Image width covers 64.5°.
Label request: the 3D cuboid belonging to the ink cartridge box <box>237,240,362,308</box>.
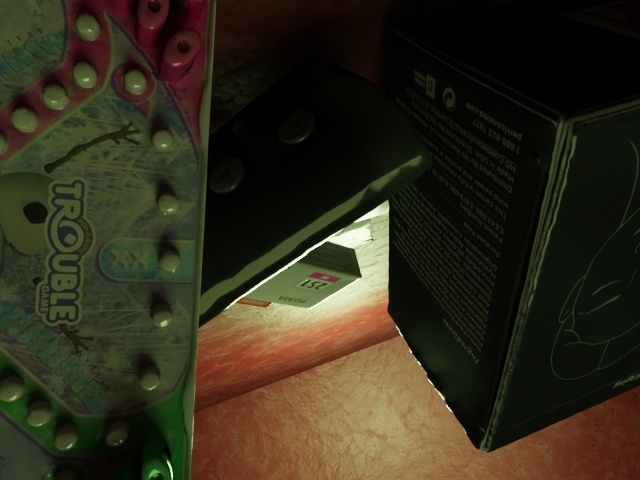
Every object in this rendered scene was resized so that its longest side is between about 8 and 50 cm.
[{"bbox_3d":[-0.116,0.060,0.764,0.275,0.060,0.239,16,139,-40],"label":"ink cartridge box"}]

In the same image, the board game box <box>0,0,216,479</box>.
[{"bbox_3d":[-0.261,0.005,0.274,0.390,0.390,0.050,3,-179,-19],"label":"board game box"}]

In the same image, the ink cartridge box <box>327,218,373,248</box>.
[{"bbox_3d":[0.000,0.000,1.006,0.207,0.046,0.097,-20,157,-1],"label":"ink cartridge box"}]

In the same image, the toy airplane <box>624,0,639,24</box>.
[{"bbox_3d":[0.258,-0.287,0.264,0.384,0.272,0.386,12,157,-26],"label":"toy airplane"}]

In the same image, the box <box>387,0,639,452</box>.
[{"bbox_3d":[0.358,-0.046,0.655,0.480,0.297,0.472,-17,129,-13],"label":"box"}]

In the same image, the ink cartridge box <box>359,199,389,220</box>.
[{"bbox_3d":[0.075,-0.105,0.771,0.218,0.092,0.158,-18,158,-13],"label":"ink cartridge box"}]

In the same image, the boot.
[{"bbox_3d":[-0.079,0.040,0.479,0.445,0.367,0.146,-34,147,-6],"label":"boot"}]
